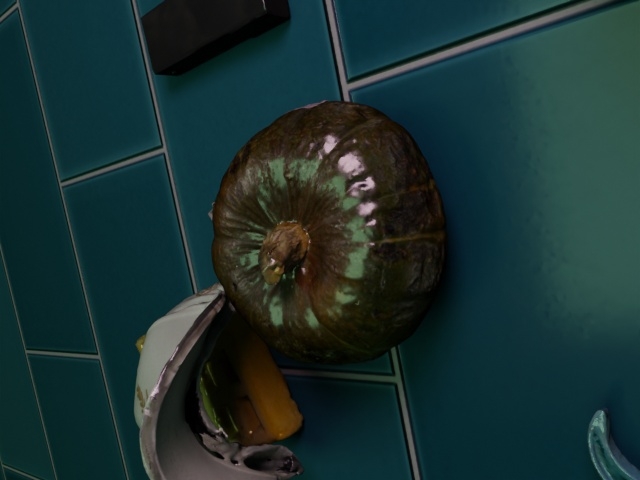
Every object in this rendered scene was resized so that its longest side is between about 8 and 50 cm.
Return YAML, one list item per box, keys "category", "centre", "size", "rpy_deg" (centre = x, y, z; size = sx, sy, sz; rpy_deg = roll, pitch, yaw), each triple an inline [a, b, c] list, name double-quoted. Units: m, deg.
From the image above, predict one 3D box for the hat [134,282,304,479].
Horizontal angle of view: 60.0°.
- category: "hat"
  centre: [-0.143, 0.190, 0.604]
  size: [0.168, 0.301, 0.257]
  rpy_deg: [-19, 88, 4]

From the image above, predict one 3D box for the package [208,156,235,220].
- category: "package"
  centre: [-0.120, -0.060, 0.738]
  size: [0.037, 0.015, 0.110]
  rpy_deg: [44, 126, 16]

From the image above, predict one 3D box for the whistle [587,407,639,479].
- category: "whistle"
  centre: [0.303, 0.212, 0.417]
  size: [0.186, 0.093, 0.273]
  rpy_deg: [-2, 96, 39]

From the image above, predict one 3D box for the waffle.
- category: "waffle"
  centre: [-0.159, 0.204, 0.806]
  size: [0.248, 0.055, 0.221]
  rpy_deg: [-33, 79, 38]

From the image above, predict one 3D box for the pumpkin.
- category: "pumpkin"
  centre: [-0.002, 0.001, 0.545]
  size: [0.260, 0.189, 0.260]
  rpy_deg: [11, 109, 36]

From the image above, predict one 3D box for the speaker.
- category: "speaker"
  centre: [-0.135, -0.273, 0.680]
  size: [0.218, 0.044, 0.082]
  rpy_deg: [-10, 94, 40]
